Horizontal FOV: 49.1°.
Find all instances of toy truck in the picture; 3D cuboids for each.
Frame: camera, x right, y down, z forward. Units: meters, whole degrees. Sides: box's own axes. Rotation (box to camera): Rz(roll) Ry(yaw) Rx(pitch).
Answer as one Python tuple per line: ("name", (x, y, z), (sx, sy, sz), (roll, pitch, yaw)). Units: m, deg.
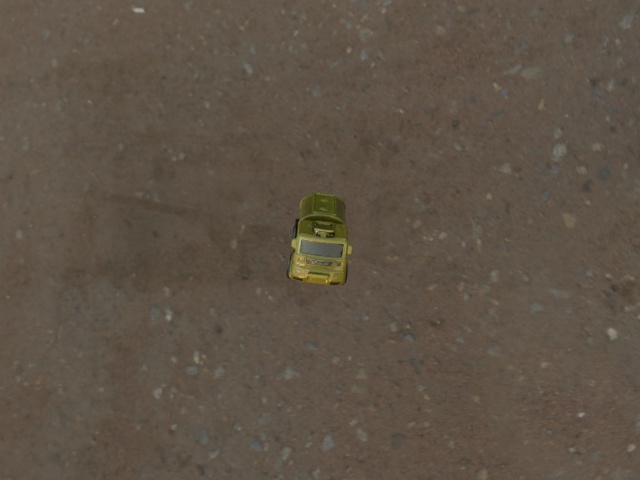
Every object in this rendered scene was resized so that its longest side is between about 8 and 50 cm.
("toy truck", (0.000, 0.000, 0.573), (0.049, 0.083, 0.054), (7, 118, -3))
